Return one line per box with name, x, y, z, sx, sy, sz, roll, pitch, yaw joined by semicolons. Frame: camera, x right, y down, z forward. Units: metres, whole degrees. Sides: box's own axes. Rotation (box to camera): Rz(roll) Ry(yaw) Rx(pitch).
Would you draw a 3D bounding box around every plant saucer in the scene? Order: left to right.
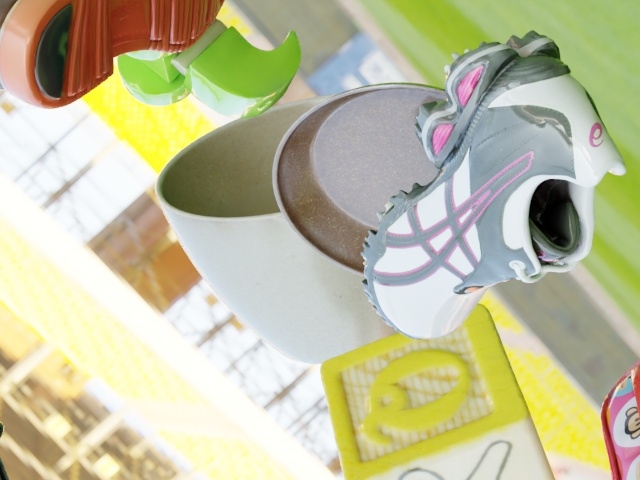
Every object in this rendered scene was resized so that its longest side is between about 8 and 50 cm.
plant saucer;0.065;-0.047;1.074;0.198;0.199;0.036;46;-144;-31

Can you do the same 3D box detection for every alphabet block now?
alphabet block;0.128;0.216;1.479;0.193;0.192;0.197;-108;-5;-55

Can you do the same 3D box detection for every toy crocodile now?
toy crocodile;-0.166;-0.206;1.123;0.340;0.105;0.115;38;165;12

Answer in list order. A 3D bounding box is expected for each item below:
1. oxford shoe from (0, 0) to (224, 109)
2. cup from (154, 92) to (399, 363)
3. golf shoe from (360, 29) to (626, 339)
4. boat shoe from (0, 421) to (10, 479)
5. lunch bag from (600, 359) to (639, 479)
oxford shoe;-0.145;-0.169;0.956;0.098;0.096;0.271;18;-152;22
cup;0.000;0.000;1.687;0.331;0.331;0.237;-123;16;-63
golf shoe;0.106;-0.004;0.949;0.120;0.105;0.272;52;148;27
boat shoe;-0.371;0.188;1.471;0.108;0.102;0.301;-82;-15;-58
lunch bag;0.353;0.195;1.272;0.120;0.258;0.293;39;-154;-21
